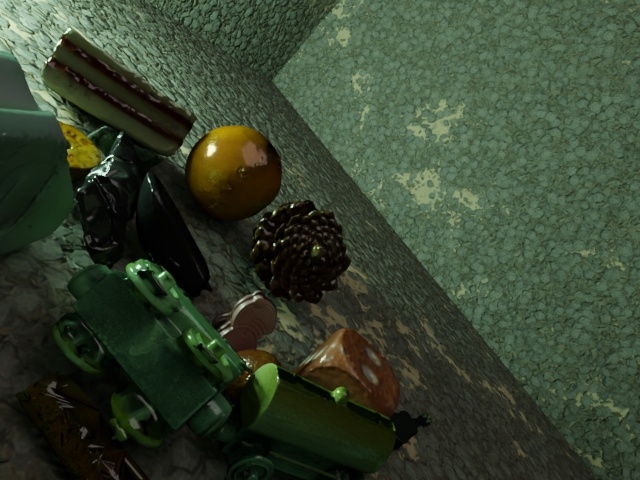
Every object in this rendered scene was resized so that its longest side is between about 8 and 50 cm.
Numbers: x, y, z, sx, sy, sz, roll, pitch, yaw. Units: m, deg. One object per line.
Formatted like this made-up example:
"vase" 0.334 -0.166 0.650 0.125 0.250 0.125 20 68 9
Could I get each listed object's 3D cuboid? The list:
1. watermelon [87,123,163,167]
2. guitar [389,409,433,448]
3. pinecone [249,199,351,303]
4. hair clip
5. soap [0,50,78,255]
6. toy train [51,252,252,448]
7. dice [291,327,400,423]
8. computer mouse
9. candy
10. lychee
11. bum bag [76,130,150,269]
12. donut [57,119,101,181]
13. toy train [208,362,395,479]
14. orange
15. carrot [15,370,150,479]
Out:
"watermelon" -0.459 -0.211 1.016 0.139 0.071 0.187 35 1 25
"guitar" 0.230 0.464 1.136 0.271 0.038 0.084 19 35 -53
"pinecone" -0.058 0.018 1.125 0.264 0.264 0.264 40 20 -18
"hair clip" -0.141 0.168 0.809 0.123 0.138 0.102 40 24 -40
"soap" -0.451 -0.075 0.451 0.156 0.261 0.446 47 18 2
"toy train" -0.223 0.145 0.613 0.271 0.159 0.188 48 -10 5
"dice" 0.044 0.292 0.889 0.175 0.174 0.179 47 20 6
"computer mouse" -0.290 0.002 0.858 0.264 0.088 0.147 63 -6 -19
"candy" -0.464 -0.327 1.046 0.321 0.135 0.179 34 -2 -34
"lychee" -0.106 0.246 0.777 0.140 0.114 0.101 21 36 -22
"bum bag" -0.387 -0.088 0.837 0.340 0.095 0.144 -101 -177 -56
"donut" -0.500 -0.168 0.843 0.152 0.058 0.152 39 21 -18
"toy train" -0.016 0.313 0.695 0.307 0.189 0.126 34 25 -27
"orange" -0.219 -0.170 1.149 0.246 0.246 0.246 40 20 -18
"carrot" -0.259 0.249 0.511 0.228 0.069 0.069 48 19 9
